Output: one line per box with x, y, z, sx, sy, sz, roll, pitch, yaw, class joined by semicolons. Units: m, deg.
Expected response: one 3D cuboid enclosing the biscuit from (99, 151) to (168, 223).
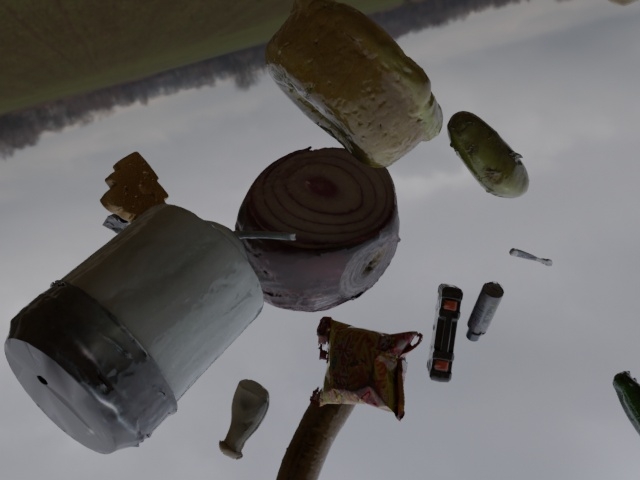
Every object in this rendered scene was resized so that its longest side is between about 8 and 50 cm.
-0.459;-0.122;1.672;0.212;0.239;0.041;18;136;-43;biscuit

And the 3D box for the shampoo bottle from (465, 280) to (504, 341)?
0.489;0.221;2.009;0.072;0.214;0.072;6;-139;-5;shampoo bottle

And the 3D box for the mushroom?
-0.218;0.515;1.925;0.116;0.225;0.093;24;163;-21;mushroom

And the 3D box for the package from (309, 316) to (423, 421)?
0.108;0.312;1.611;0.288;0.224;0.108;4;168;39;package

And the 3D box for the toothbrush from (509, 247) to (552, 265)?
0.595;0.047;1.885;0.026;0.024;0.288;25;-172;39;toothbrush

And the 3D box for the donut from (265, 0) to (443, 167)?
0.034;-0.212;0.881;0.128;0.208;0.261;-46;-128;0;donut

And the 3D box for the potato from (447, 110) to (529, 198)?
0.291;-0.148;1.158;0.085;0.188;0.105;-41;-179;30;potato

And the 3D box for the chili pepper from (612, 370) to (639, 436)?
0.524;0.297;1.021;0.062;0.216;0.108;-37;160;33;chili pepper

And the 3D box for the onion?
0.000;0.000;1.271;0.281;0.260;0.336;28;-132;22;onion

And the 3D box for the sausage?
-0.030;0.632;2.027;0.123;0.136;0.501;-23;-146;57;sausage

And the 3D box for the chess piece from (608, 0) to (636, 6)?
0.567;-0.488;1.199;0.137;0.137;0.301;-21;-147;-17;chess piece

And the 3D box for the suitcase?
0.380;0.278;2.046;0.066;0.286;0.206;8;180;7;suitcase

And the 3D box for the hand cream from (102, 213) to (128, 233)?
-0.531;-0.050;1.759;0.062;0.039;0.163;19;163;-24;hand cream

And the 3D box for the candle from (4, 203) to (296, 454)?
-0.210;0.086;0.864;0.221;0.221;0.342;2;-142;44;candle
